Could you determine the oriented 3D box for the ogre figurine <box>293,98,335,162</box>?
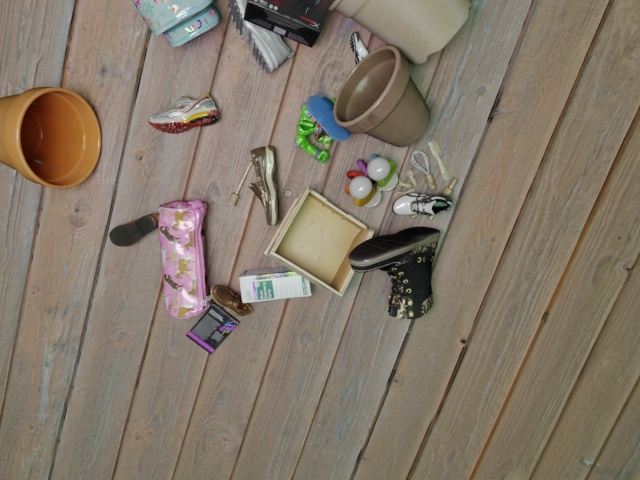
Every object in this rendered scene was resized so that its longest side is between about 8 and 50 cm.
[{"bbox_3d":[-0.017,-0.359,1.339,0.118,0.097,0.197,11,114,-15],"label":"ogre figurine"}]

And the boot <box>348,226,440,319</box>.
[{"bbox_3d":[0.250,0.123,1.367,0.377,0.138,0.285,-18,113,-40],"label":"boot"}]

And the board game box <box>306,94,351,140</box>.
[{"bbox_3d":[0.020,-0.365,1.286,0.169,0.133,0.033,48,134,-7],"label":"board game box"}]

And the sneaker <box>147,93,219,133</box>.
[{"bbox_3d":[-0.435,-0.402,1.337,0.225,0.088,0.093,-12,82,1],"label":"sneaker"}]

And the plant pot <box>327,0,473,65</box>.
[{"bbox_3d":[0.243,-0.681,1.179,0.305,0.334,0.334,36,100,-19],"label":"plant pot"}]

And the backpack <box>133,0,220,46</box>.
[{"bbox_3d":[-0.398,-0.667,1.184,0.225,0.254,0.191,-26,122,3],"label":"backpack"}]

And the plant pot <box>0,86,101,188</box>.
[{"bbox_3d":[-0.843,-0.313,1.253,0.203,0.291,0.291,11,102,13],"label":"plant pot"}]

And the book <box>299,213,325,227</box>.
[{"bbox_3d":[-0.051,-0.012,1.446,0.096,0.035,0.144,20,101,-9],"label":"book"}]

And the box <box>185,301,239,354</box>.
[{"bbox_3d":[-0.386,0.315,1.514,0.116,0.029,0.162,41,100,-10],"label":"box"}]

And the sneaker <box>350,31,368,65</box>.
[{"bbox_3d":[0.125,-0.598,1.321,0.043,0.040,0.109,-21,106,-13],"label":"sneaker"}]

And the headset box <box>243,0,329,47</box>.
[{"bbox_3d":[-0.074,-0.745,1.199,0.217,0.110,0.294,16,86,-16],"label":"headset box"}]

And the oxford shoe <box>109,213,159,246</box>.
[{"bbox_3d":[-0.615,-0.036,1.415,0.212,0.076,0.076,-18,105,19],"label":"oxford shoe"}]

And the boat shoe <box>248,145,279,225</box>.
[{"bbox_3d":[-0.188,-0.175,1.379,0.095,0.095,0.258,-4,91,-4],"label":"boat shoe"}]

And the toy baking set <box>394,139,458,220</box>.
[{"bbox_3d":[0.357,-0.195,1.414,0.196,0.030,0.256,34,100,-8],"label":"toy baking set"}]

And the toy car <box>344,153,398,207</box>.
[{"bbox_3d":[0.155,-0.204,1.365,0.182,0.159,0.136,-46,63,9],"label":"toy car"}]

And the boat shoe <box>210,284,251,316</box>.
[{"bbox_3d":[-0.301,0.202,1.436,0.060,0.064,0.178,-8,141,31],"label":"boat shoe"}]

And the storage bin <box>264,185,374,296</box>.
[{"bbox_3d":[0.000,0.000,1.352,0.262,0.123,0.261,32,75,-14],"label":"storage bin"}]

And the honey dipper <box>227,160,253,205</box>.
[{"bbox_3d":[-0.264,-0.193,1.404,0.030,0.030,0.161,25,99,-6],"label":"honey dipper"}]

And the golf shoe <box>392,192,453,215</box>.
[{"bbox_3d":[0.332,-0.118,1.376,0.198,0.094,0.077,-8,104,11],"label":"golf shoe"}]

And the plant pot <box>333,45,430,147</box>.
[{"bbox_3d":[0.205,-0.399,1.262,0.229,0.263,0.263,29,101,-32],"label":"plant pot"}]

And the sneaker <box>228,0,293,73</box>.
[{"bbox_3d":[-0.186,-0.658,1.283,0.115,0.105,0.282,-33,104,-18],"label":"sneaker"}]

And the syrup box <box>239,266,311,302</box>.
[{"bbox_3d":[-0.153,0.146,1.446,0.236,0.096,0.093,-6,101,-1],"label":"syrup box"}]

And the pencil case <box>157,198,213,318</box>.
[{"bbox_3d":[-0.443,0.055,1.389,0.167,0.160,0.387,-2,102,-5],"label":"pencil case"}]
